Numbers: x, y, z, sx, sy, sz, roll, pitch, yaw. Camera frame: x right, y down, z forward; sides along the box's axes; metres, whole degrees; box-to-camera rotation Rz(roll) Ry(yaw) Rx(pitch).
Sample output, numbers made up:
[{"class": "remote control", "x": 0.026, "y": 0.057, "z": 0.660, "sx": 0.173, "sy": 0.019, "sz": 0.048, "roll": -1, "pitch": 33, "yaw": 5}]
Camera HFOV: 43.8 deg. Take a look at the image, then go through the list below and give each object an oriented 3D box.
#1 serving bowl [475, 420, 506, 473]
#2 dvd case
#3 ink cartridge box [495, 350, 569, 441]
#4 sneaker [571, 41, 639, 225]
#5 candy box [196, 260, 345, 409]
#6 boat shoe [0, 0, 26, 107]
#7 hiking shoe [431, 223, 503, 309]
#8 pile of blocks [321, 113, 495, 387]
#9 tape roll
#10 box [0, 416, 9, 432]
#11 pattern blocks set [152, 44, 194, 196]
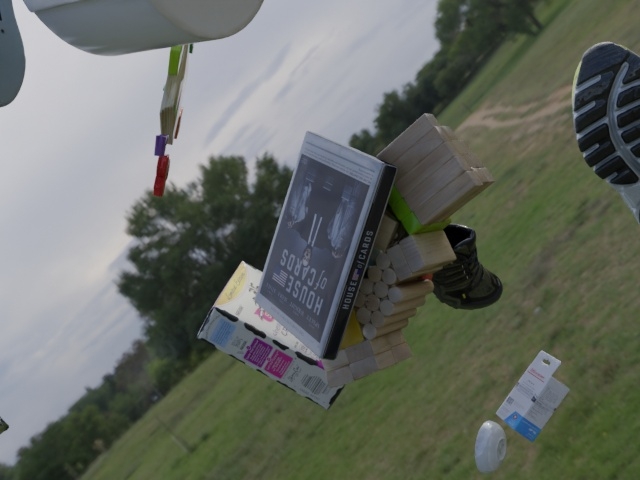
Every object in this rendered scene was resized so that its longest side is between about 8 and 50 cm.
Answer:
[{"class": "serving bowl", "x": 0.276, "y": 0.330, "z": 1.266, "sx": 0.027, "sy": 0.083, "sz": 0.083, "roll": 1, "pitch": 32, "yaw": 36}, {"class": "dvd case", "x": 0.000, "y": 0.000, "z": 0.974, "sx": 0.179, "sy": 0.029, "sz": 0.239, "roll": 32, "pitch": 107, "yaw": 54}, {"class": "ink cartridge box", "x": 0.223, "y": 0.160, "z": 0.823, "sx": 0.083, "sy": 0.028, "sz": 0.048, "roll": -55, "pitch": 13, "yaw": 1}, {"class": "sneaker", "x": 0.276, "y": -0.084, "z": 0.701, "sx": 0.081, "sy": 0.209, "sz": 0.094, "roll": -24, "pitch": 24, "yaw": 22}, {"class": "candy box", "x": -0.059, "y": 0.146, "z": 1.265, "sx": 0.071, "sy": 0.233, "sz": 0.159, "roll": -60, "pitch": 3, "yaw": 27}, {"class": "boat shoe", "x": -0.386, "y": -0.234, "z": 0.896, "sx": 0.083, "sy": 0.184, "sz": 0.065, "roll": -7, "pitch": -3, "yaw": 35}, {"class": "hiking shoe", "x": 0.205, "y": 0.033, "z": 1.204, "sx": 0.114, "sy": 0.226, "sz": 0.086, "roll": -32, "pitch": 38, "yaw": 49}, {"class": "pile of blocks", "x": 0.096, "y": 0.017, "z": 1.004, "sx": 0.112, "sy": 0.149, "sz": 0.362, "roll": -7, "pitch": -53, "yaw": -54}, {"class": "tape roll", "x": -0.189, "y": -0.329, "z": 0.850, "sx": 0.169, "sy": 0.246, "sz": 0.246, "roll": 3, "pitch": 33, "yaw": 36}, {"class": "box", "x": -0.437, "y": 0.244, "z": 0.714, "sx": 0.295, "sy": 0.073, "sz": 0.293, "roll": -39, "pitch": -2, "yaw": -20}, {"class": "pattern blocks set", "x": -0.269, "y": -0.275, "z": 1.459, "sx": 0.285, "sy": 0.026, "sz": 0.325, "roll": 110, "pitch": 168, "yaw": -56}]
